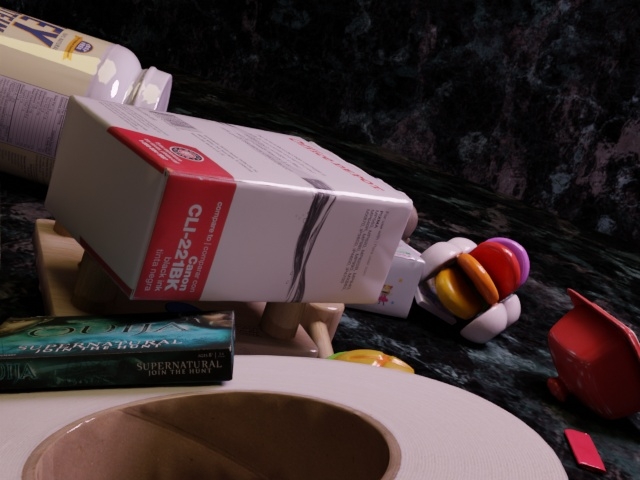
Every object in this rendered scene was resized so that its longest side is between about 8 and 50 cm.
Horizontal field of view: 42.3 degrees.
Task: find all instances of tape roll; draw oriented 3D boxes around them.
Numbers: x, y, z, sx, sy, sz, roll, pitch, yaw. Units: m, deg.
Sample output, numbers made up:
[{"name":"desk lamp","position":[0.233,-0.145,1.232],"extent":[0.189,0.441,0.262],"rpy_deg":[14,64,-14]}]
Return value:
[{"name":"tape roll","position":[-0.059,0.152,0.469],"extent":[0.392,0.071,0.392],"rpy_deg":[1,9,0]}]

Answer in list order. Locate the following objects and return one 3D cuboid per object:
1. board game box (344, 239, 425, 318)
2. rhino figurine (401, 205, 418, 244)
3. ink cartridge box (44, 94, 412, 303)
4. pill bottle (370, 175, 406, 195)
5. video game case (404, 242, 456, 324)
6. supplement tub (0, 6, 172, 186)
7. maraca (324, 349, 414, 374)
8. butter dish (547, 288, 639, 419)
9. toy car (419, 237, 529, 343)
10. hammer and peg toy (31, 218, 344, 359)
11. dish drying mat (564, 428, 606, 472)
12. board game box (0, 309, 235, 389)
[{"name":"board game box","position":[0.000,0.000,1.279],"extent":[0.224,0.097,0.303],"rpy_deg":[13,14,-18]},{"name":"rhino figurine","position":[0.069,-0.041,1.488],"extent":[0.243,0.106,0.073],"rpy_deg":[13,15,-22]},{"name":"ink cartridge box","position":[-0.082,-0.034,0.766],"extent":[0.273,0.114,0.197],"rpy_deg":[4,22,-41]},{"name":"pill bottle","position":[0.068,-0.075,1.600],"extent":[0.187,0.112,0.112],"rpy_deg":[13,16,-20]},{"name":"video game case","position":[0.162,0.065,1.260],"extent":[0.087,0.011,0.122],"rpy_deg":[32,31,-37]},{"name":"supplement tub","position":[-0.407,-0.202,1.232],"extent":[0.325,0.235,0.235],"rpy_deg":[17,15,-8]},{"name":"maraca","position":[0.060,0.175,0.728],"extent":[0.127,0.099,0.185],"rpy_deg":[0,49,-38]},{"name":"butter dish","position":[0.352,0.168,1.083],"extent":[0.159,0.118,0.160],"rpy_deg":[57,-1,-21]},{"name":"toy car","position":[0.244,0.054,1.229],"extent":[0.159,0.136,0.182],"rpy_deg":[54,25,13]},{"name":"hammer and peg toy","position":[-0.106,0.060,0.863],"extent":[0.362,0.127,0.266],"rpy_deg":[12,16,-26]},{"name":"dish drying mat","position":[0.302,0.241,0.948],"extent":[0.032,0.008,0.083],"rpy_deg":[18,16,0]},{"name":"board game box","position":[-0.158,0.080,0.625],"extent":[0.186,0.026,0.126],"rpy_deg":[-1,8,-5]}]
